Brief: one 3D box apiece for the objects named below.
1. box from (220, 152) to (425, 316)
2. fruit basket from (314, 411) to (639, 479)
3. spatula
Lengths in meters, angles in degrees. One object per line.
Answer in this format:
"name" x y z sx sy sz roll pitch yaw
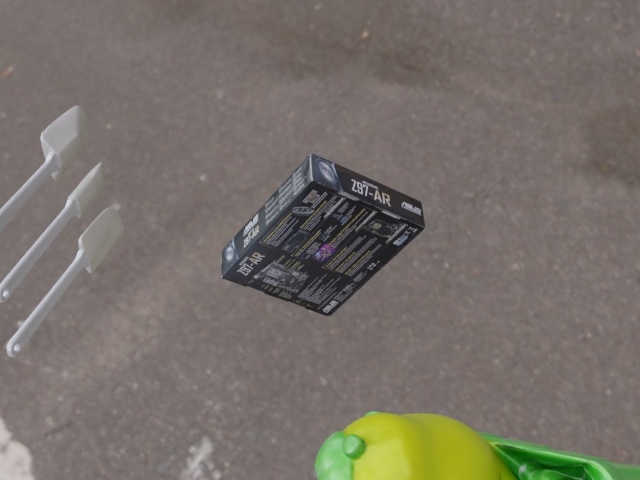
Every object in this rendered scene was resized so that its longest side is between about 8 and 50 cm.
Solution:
"box" 0.000 0.000 0.572 0.083 0.067 0.018 -46 34 38
"fruit basket" 0.147 0.310 1.236 0.392 0.392 0.282 3 94 44
"spatula" -0.273 -0.012 1.172 0.019 0.168 0.242 5 36 19
